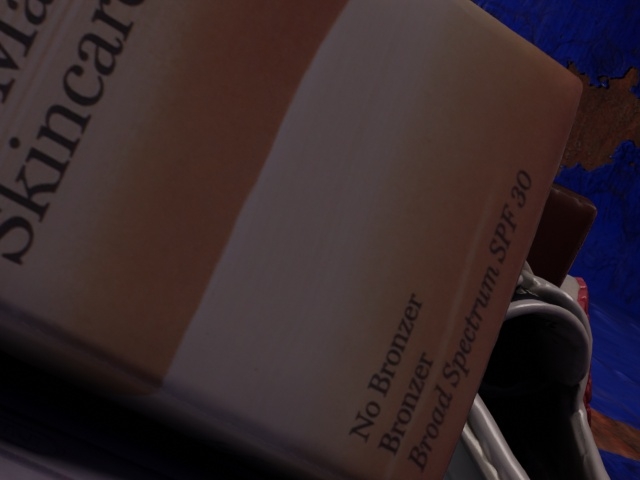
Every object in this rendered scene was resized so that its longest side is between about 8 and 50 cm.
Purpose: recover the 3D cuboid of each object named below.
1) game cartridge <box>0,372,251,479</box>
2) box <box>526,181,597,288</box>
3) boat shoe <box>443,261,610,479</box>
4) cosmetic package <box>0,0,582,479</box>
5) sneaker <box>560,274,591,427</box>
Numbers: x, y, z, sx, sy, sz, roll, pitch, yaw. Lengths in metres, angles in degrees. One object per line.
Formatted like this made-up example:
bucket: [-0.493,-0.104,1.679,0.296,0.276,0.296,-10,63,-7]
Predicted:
game cartridge: [-0.108,0.071,0.337,0.355,0.068,0.230,25,10,-7]
box: [0.000,0.000,0.836,0.203,0.167,0.168,23,6,-21]
boat shoe: [0.056,0.047,0.572,0.096,0.088,0.267,33,28,-24]
cosmetic package: [-0.088,-0.048,0.432,0.296,0.153,0.129,28,-15,-28]
sneaker: [0.095,0.072,0.956,0.112,0.121,0.299,-1,8,-6]
